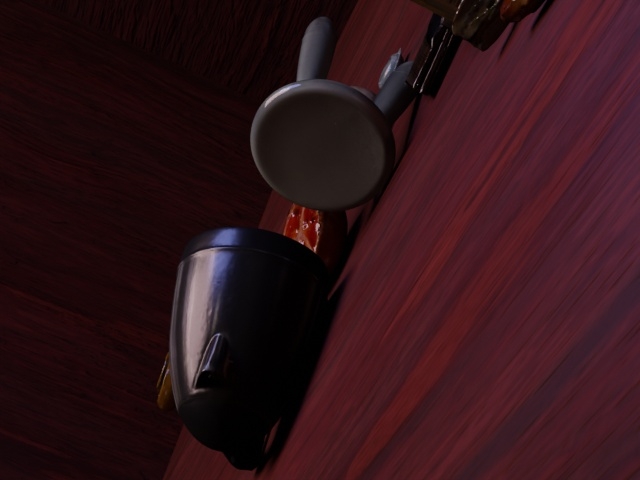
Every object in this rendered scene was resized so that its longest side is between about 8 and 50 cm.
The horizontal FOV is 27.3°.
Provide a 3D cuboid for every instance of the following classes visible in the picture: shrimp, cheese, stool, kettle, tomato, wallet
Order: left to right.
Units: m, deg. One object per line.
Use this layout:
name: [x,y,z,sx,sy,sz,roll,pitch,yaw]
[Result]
kettle: [-0.116,0.156,1.731,0.251,0.207,0.271,-48,26,52]
tomato: [0.000,0.000,1.873,0.155,0.069,0.156,-170,90,-71]
stool: [0.022,-0.165,1.805,0.195,0.195,0.199,-62,2,34]
cheese: [0.109,-0.258,2.148,0.067,0.026,0.121,177,116,-84]
wallet: [0.170,-0.298,1.691,0.230,0.042,0.124,-63,4,10]
shrimp: [0.206,-0.273,1.250,0.173,0.058,0.253,-91,26,-56]

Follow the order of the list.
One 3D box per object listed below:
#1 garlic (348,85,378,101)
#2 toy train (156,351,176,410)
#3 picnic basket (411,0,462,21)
garlic: [0.049,-0.176,2.039,0.115,0.128,0.207,-40,-13,-15]
toy train: [-0.146,0.164,2.036,0.369,0.163,0.232,179,110,-84]
picnic basket: [0.151,-0.306,1.531,0.079,0.115,0.164,-64,6,6]
